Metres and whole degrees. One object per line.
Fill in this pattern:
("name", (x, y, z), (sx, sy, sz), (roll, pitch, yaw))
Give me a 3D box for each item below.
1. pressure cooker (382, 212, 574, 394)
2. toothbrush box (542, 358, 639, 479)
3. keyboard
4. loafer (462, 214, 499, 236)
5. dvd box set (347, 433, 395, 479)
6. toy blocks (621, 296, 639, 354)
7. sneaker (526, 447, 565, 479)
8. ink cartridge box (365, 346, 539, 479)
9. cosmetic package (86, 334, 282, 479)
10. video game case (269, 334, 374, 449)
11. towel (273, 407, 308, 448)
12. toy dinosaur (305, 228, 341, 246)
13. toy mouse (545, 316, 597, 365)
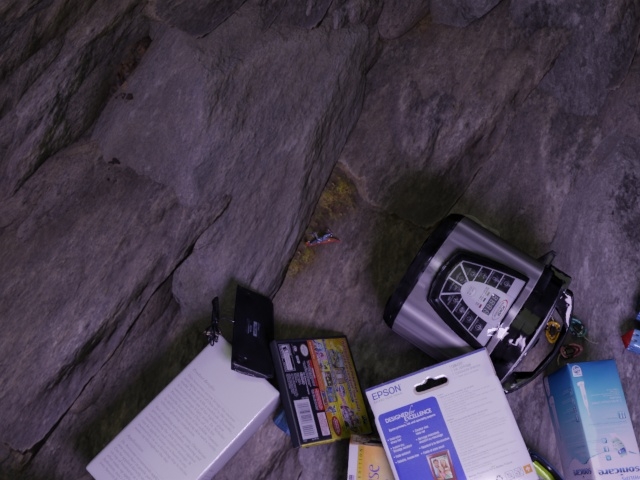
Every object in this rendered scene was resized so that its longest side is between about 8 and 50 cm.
("pressure cooker", (0.422, 0.170, 1.700), (0.420, 0.370, 0.375), (34, 46, 13))
("toothbrush box", (0.678, 0.468, 1.652), (0.126, 0.216, 0.296), (-5, 67, -1))
("keyboard", (-0.214, 0.228, 1.742), (0.201, 0.033, 0.317), (26, 28, -20))
("loafer", (0.476, -0.038, 1.964), (0.125, 0.039, 0.045), (31, 104, 16))
("dvd box set", (0.269, 0.636, 1.580), (0.420, 0.062, 0.308), (5, 99, 6))
("toy blocks", (0.985, 0.211, 1.793), (0.260, 0.191, 0.381), (20, 69, 21))
("sneaker", (0.477, 0.546, 1.660), (0.330, 0.147, 0.130), (28, 71, 12))
("ink cartridge box", (0.294, 0.441, 1.508), (0.303, 0.072, 0.307), (-20, 73, 2))
("cosmetic package", (-0.334, 0.492, 1.685), (0.230, 0.161, 0.453), (41, 74, 16))
("video game case", (0.004, 0.387, 1.718), (0.248, 0.035, 0.275), (3, 61, -39))
("towel", (-0.062, 0.494, 1.752), (0.119, 0.029, 0.067), (34, 73, 13))
("toy dinosaur", (0.000, 0.000, 1.950), (0.082, 0.047, 0.090), (-44, 83, 4))
("toy mouse", (0.695, 0.274, 1.830), (0.143, 0.031, 0.161), (8, 68, 4))
